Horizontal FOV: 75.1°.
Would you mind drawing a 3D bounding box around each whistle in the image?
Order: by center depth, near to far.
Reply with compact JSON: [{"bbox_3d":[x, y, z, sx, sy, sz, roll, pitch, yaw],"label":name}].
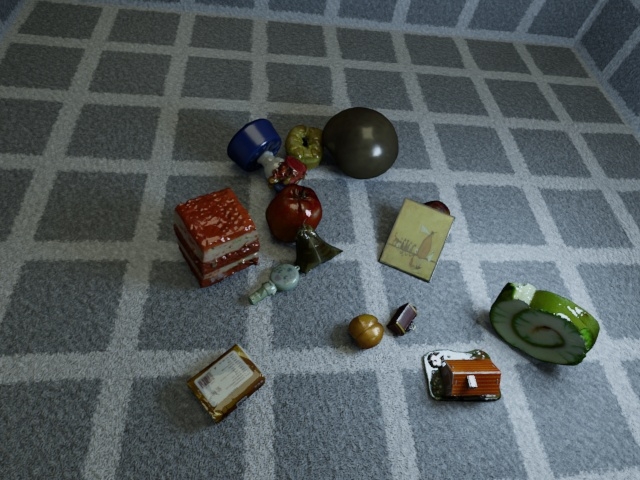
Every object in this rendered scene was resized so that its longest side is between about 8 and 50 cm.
[{"bbox_3d":[-0.190,0.186,1.758,0.258,0.067,0.126,-34,54,-23],"label":"whistle"}]

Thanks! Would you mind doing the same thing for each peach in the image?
[{"bbox_3d":[0.184,0.359,1.659,0.138,0.138,0.138,4,55,-6],"label":"peach"}]

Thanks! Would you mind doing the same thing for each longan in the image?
[{"bbox_3d":[0.209,-0.497,2.122,0.405,0.336,0.404,6,54,-9],"label":"longan"}]

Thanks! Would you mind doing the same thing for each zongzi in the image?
[{"bbox_3d":[0.000,0.000,1.811,0.241,0.247,0.111,-24,46,-25],"label":"zongzi"}]

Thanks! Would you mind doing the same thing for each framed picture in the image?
[{"bbox_3d":[0.450,-0.006,1.935,0.255,0.014,0.338,24,81,7],"label":"framed picture"}]

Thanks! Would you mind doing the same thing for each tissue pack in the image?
[{"bbox_3d":[-0.335,0.509,1.494,0.226,0.092,0.183,-35,67,-29],"label":"tissue pack"}]

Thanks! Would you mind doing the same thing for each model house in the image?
[{"bbox_3d":[0.569,0.501,1.608,0.294,0.154,0.207,2,57,-7],"label":"model house"}]

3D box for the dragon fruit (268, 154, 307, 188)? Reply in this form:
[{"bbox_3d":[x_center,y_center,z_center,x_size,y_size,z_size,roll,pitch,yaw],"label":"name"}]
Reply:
[{"bbox_3d":[-0.155,-0.304,1.903,0.208,0.150,0.133,-35,63,-13],"label":"dragon fruit"}]

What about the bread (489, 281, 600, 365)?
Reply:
[{"bbox_3d":[0.867,0.319,1.647,0.382,0.366,0.129,50,60,-6],"label":"bread"}]

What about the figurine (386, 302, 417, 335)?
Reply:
[{"bbox_3d":[0.361,0.330,1.744,0.098,0.082,0.154,43,58,4],"label":"figurine"}]

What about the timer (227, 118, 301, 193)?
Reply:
[{"bbox_3d":[-0.244,-0.373,2.047,0.270,0.270,0.383,-37,82,-28],"label":"timer"}]

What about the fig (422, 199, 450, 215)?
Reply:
[{"bbox_3d":[0.550,-0.137,2.042,0.149,0.148,0.202,-28,73,12],"label":"fig"}]

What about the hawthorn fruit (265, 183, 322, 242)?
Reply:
[{"bbox_3d":[-0.115,-0.140,1.848,0.254,0.300,0.254,6,54,-8],"label":"hawthorn fruit"}]

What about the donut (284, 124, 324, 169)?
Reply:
[{"bbox_3d":[-0.083,-0.493,2.200,0.209,0.128,0.261,12,55,0],"label":"donut"}]

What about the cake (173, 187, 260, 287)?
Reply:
[{"bbox_3d":[-0.424,-0.010,1.696,0.270,0.319,0.270,-26,63,-26],"label":"cake"}]
